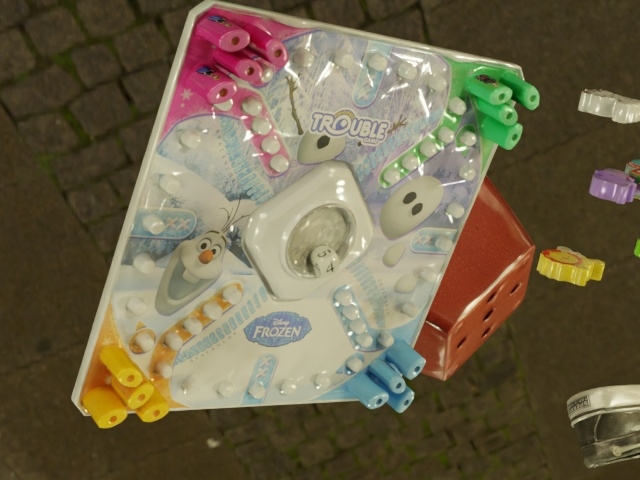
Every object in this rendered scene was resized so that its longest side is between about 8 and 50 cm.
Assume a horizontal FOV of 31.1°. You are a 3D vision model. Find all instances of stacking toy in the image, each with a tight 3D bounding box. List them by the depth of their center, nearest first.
[{"bbox_3d":[0.289,-0.056,1.067,0.221,0.052,0.167,-11,118,-48],"label":"stacking toy"}]

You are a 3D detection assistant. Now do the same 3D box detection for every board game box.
[{"bbox_3d":[0.000,0.000,1.066,0.389,0.050,0.390,4,116,-39],"label":"board game box"}]

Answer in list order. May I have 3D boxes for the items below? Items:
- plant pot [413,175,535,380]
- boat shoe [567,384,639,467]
[{"bbox_3d":[0.149,0.037,1.620,0.267,0.235,0.267,-42,157,-18],"label":"plant pot"},{"bbox_3d":[0.321,0.163,1.003,0.219,0.070,0.078,-3,155,-15],"label":"boat shoe"}]
